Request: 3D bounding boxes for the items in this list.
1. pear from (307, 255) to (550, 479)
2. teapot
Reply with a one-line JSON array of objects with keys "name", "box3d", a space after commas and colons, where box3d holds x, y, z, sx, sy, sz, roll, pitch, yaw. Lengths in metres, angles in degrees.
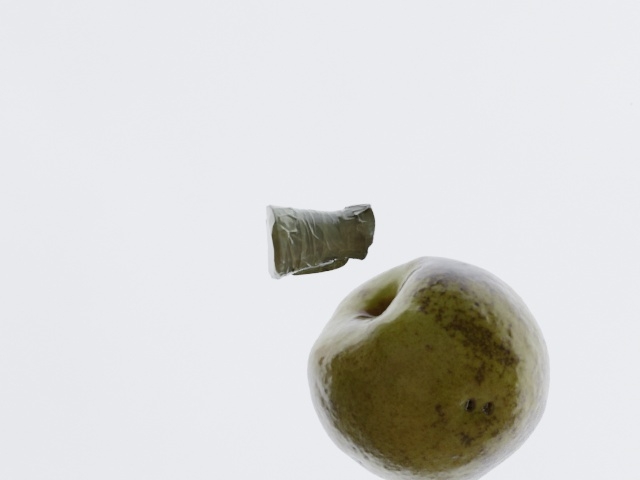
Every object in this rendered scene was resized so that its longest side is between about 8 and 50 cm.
[{"name": "pear", "box3d": [0.094, 0.116, 0.934, 0.197, 0.197, 0.197, 2, -83, 15]}, {"name": "teapot", "box3d": [0.000, 0.000, 0.863, 0.083, 0.057, 0.067, -8, -45, -9]}]
